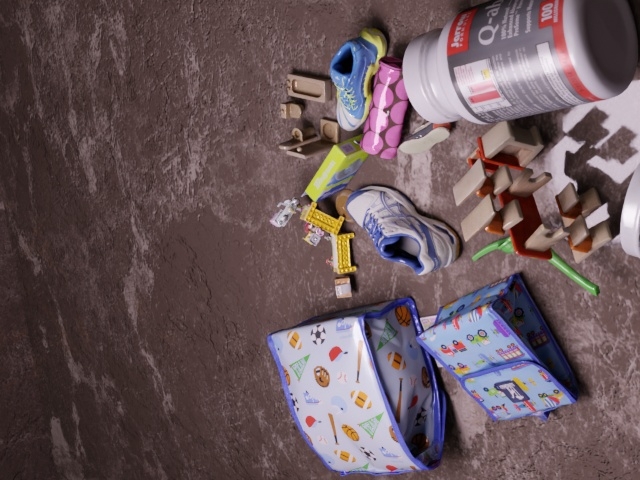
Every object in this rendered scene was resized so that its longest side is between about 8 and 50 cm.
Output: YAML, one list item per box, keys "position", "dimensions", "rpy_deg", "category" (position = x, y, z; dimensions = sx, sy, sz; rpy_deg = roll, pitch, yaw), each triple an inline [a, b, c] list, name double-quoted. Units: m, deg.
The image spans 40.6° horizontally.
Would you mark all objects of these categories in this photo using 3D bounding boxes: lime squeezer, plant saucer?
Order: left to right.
- position: [0.063, -0.078, 2.010]
  dimensions: [0.083, 0.015, 0.083]
  rpy_deg: [20, 122, 37]
  category: "plant saucer"
- position: [0.397, 0.020, 1.667]
  dimensions: [0.310, 0.059, 0.110]
  rpy_deg: [16, 154, 52]
  category: "lime squeezer"

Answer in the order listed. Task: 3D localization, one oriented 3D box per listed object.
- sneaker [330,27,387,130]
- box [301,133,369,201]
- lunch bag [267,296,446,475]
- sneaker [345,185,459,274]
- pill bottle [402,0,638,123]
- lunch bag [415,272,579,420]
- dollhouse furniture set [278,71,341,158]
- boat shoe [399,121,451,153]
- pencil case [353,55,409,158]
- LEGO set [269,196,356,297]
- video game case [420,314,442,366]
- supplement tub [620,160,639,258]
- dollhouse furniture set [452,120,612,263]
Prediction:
- position: [0.055, -0.331, 1.819]
  dimensions: [0.091, 0.126, 0.240]
  rpy_deg: [36, 130, 28]
  category: "sneaker"
- position: [0.038, -0.155, 1.929]
  dimensions: [0.042, 0.109, 0.178]
  rpy_deg: [50, 135, 14]
  category: "box"
- position: [0.100, 0.353, 2.015]
  dimensions: [0.328, 0.239, 0.385]
  rpy_deg: [-18, 88, 45]
  category: "lunch bag"
- position: [0.152, -0.026, 1.863]
  dimensions: [0.296, 0.131, 0.112]
  rpy_deg: [29, 128, 34]
  category: "sneaker"
- position: [0.333, -0.315, 1.491]
  dimensions: [0.363, 0.210, 0.210]
  rpy_deg: [-7, 103, 46]
  category: "pill bottle"
- position: [0.383, 0.248, 1.788]
  dimensions: [0.293, 0.138, 0.221]
  rpy_deg: [53, 136, -5]
  category: "lunch bag"
- position: [-0.047, -0.283, 1.943]
  dimensions: [0.144, 0.123, 0.151]
  rpy_deg: [19, 121, 38]
  category: "dollhouse furniture set"
- position: [0.216, -0.217, 1.777]
  dimensions: [0.137, 0.049, 0.043]
  rpy_deg: [-25, 48, 50]
  category: "boat shoe"
- position: [0.137, -0.278, 1.794]
  dimensions: [0.095, 0.098, 0.209]
  rpy_deg: [15, 122, 0]
  category: "pencil case"
- position: [0.000, 0.000, 2.049]
  dimensions: [0.287, 0.132, 0.107]
  rpy_deg: [51, 166, -26]
  category: "LEGO set"
- position: [0.278, 0.224, 1.941]
  dimensions: [0.087, 0.011, 0.122]
  rpy_deg: [-16, 97, 47]
  category: "video game case"
- position: [0.647, -0.025, 1.297]
  dimensions: [0.325, 0.235, 0.235]
  rpy_deg: [21, 122, 37]
  category: "supplement tub"
- position: [0.357, -0.079, 1.570]
  dimensions: [0.135, 0.262, 0.259]
  rpy_deg: [-50, 38, 47]
  category: "dollhouse furniture set"
